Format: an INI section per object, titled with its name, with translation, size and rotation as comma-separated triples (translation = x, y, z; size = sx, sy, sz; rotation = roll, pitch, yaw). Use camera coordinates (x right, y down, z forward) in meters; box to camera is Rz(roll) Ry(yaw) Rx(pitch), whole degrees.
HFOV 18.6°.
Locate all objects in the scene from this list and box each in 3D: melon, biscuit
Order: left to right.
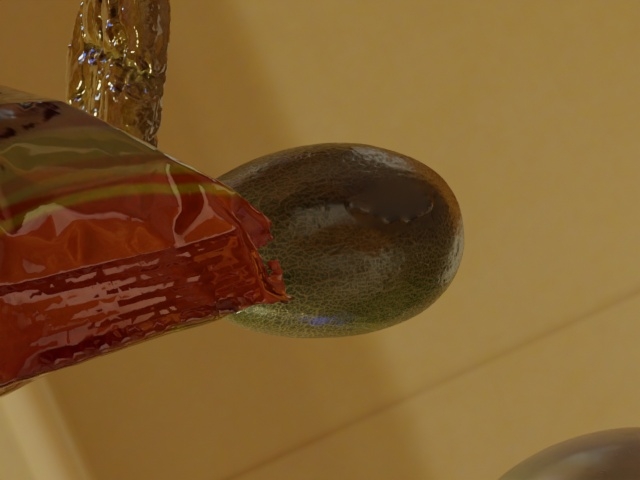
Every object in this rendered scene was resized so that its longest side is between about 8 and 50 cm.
[biscuit]
translation = -0.150, -0.107, 1.401
size = 0.226, 0.042, 0.226
rotation = -175, 90, -71
[melon]
translation = 0.000, 0.000, 0.979
size = 0.099, 0.162, 0.099
rotation = 7, 98, 54

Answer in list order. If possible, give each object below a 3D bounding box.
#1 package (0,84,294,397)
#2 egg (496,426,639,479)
[package]
translation = -0.169, 0.001, 0.686
size = 0.288, 0.223, 0.108
rotation = 17, 122, 46
[egg]
translation = 0.185, 0.193, 1.038
size = 0.186, 0.241, 0.186
rotation = 4, -90, -76
